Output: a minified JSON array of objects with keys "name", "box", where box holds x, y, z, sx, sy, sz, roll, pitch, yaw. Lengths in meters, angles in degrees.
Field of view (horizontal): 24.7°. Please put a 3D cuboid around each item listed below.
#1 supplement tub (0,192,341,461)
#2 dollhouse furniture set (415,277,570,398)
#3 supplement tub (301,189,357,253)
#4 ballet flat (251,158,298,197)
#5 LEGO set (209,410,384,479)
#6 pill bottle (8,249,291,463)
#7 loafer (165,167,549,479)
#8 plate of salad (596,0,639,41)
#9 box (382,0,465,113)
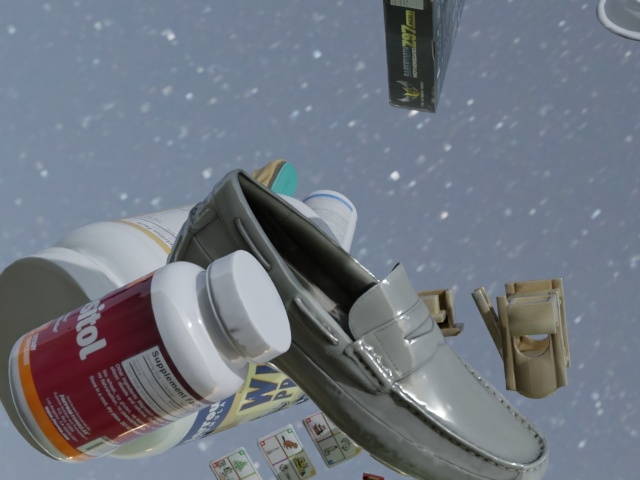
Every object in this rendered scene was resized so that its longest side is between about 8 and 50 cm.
[{"name":"supplement tub","box":[-0.141,0.083,1.430,0.228,0.316,0.228,12,-72,41]},{"name":"dollhouse furniture set","box":[0.152,0.103,1.398,0.161,0.182,0.101,-6,-86,13]},{"name":"supplement tub","box":[0.000,0.000,1.632,0.071,0.107,0.071,7,-52,8]},{"name":"ballet flat","box":[-0.094,-0.030,2.041,0.073,0.232,0.080,-10,-61,24]},{"name":"LEGO set","box":[-0.005,0.332,1.851,0.182,0.060,0.244,-26,-72,7]},{"name":"pill bottle","box":[-0.098,0.065,0.853,0.152,0.086,0.086,-26,-80,16]},{"name":"loafer","box":[0.034,0.070,1.051,0.319,0.112,0.111,34,-61,4]},{"name":"plate of salad","box":[0.324,-0.196,1.180,0.200,0.200,0.048,7,-52,36]},{"name":"box","box":[0.115,-0.277,1.557,0.059,0.183,0.233,11,-29,11]}]
